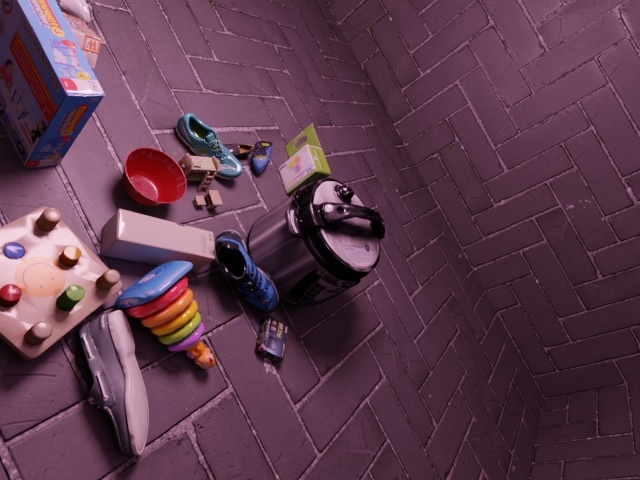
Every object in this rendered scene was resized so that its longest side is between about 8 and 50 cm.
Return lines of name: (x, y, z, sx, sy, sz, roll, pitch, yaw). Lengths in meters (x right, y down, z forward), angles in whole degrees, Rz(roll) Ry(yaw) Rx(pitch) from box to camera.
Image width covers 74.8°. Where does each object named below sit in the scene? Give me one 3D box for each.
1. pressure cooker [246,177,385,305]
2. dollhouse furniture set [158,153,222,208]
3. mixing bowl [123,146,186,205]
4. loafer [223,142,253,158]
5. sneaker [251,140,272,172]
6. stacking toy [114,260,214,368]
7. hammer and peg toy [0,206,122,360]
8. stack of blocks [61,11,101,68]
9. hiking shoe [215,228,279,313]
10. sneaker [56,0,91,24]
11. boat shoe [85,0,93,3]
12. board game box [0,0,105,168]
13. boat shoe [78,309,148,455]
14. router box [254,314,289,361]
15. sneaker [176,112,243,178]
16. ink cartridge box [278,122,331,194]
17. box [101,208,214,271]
pressure cooker: (-0.003, -0.006, 1.419, 0.375, 0.421, 0.369, 50, 36, -15)
dollhouse furniture set: (-0.404, -0.185, 1.330, 0.182, 0.101, 0.160, -9, 73, -52)
mixing bowl: (-0.494, -0.167, 1.212, 0.181, 0.098, 0.181, 29, 46, -36)
loafer: (-0.325, -0.343, 1.571, 0.170, 0.061, 0.062, -22, 85, -53)
sneaker: (-0.236, -0.340, 1.689, 0.069, 0.082, 0.209, 6, 33, -1)
stacking toy: (-0.365, 0.220, 1.082, 0.301, 0.175, 0.165, 64, 33, -19)
hammer and peg toy: (-0.621, 0.101, 0.845, 0.266, 0.127, 0.361, 52, 36, -11)
stack of blocks: (-0.773, -0.573, 1.110, 0.297, 0.087, 0.171, -2, 39, -50)
hiking shoe: (-0.234, 0.114, 1.275, 0.304, 0.113, 0.132, 57, 8, -16)
sneaker: (-0.809, -0.707, 1.215, 0.235, 0.094, 0.153, 42, 41, -23)
boat shoe: (-0.826, -0.883, 1.309, 0.302, 0.109, 0.094, 43, 37, -18)
board game box: (-0.668, -0.378, 0.975, 0.086, 0.302, 0.308, -25, 86, -54)
boat shoe: (-0.463, 0.322, 0.938, 0.099, 0.116, 0.319, -14, 81, -9)
router box: (-0.153, 0.313, 1.338, 0.092, 0.038, 0.122, 36, 42, -30)
sneaker: (-0.377, -0.318, 1.435, 0.275, 0.110, 0.107, 43, 62, -18)
ink cartridge box: (-0.086, -0.343, 1.753, 0.097, 0.189, 0.255, 1, 64, -48)
box: (-0.437, 0.008, 1.150, 0.275, 0.113, 0.094, 18, 52, -44)
